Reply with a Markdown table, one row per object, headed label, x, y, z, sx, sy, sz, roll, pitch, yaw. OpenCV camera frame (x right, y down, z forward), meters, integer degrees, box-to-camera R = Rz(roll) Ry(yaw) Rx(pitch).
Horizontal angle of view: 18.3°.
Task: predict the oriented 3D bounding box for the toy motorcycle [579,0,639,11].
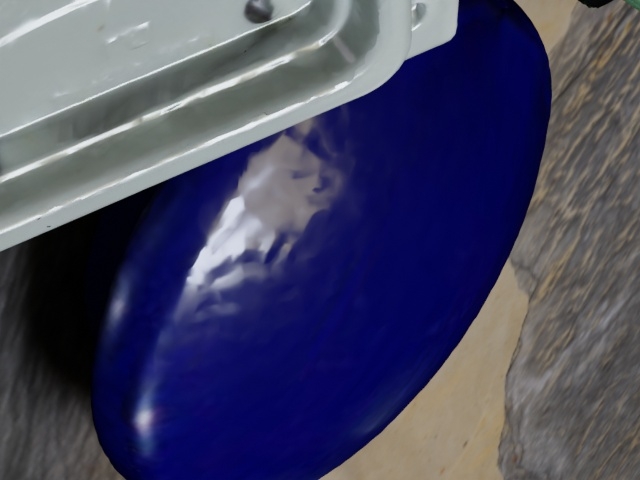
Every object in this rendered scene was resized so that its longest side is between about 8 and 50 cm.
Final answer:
| label | x | y | z | sx | sy | sz | roll | pitch | yaw |
| --- | --- | --- | --- | --- | --- | --- | --- | --- | --- |
| toy motorcycle | 0.184 | -0.184 | 0.929 | 0.331 | 0.125 | 0.196 | 7 | 116 | -57 |

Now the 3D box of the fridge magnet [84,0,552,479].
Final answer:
| label | x | y | z | sx | sy | sz | roll | pitch | yaw |
| --- | --- | --- | --- | --- | --- | --- | --- | --- | --- |
| fridge magnet | 0.000 | 0.000 | 0.864 | 0.265 | 0.112 | 0.265 | -37 | 148 | -29 |

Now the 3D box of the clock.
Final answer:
| label | x | y | z | sx | sy | sz | roll | pitch | yaw |
| --- | --- | --- | --- | --- | --- | --- | --- | --- | --- |
| clock | -0.073 | -0.091 | 0.585 | 0.262 | 0.116 | 0.231 | -23 | 144 | -12 |
